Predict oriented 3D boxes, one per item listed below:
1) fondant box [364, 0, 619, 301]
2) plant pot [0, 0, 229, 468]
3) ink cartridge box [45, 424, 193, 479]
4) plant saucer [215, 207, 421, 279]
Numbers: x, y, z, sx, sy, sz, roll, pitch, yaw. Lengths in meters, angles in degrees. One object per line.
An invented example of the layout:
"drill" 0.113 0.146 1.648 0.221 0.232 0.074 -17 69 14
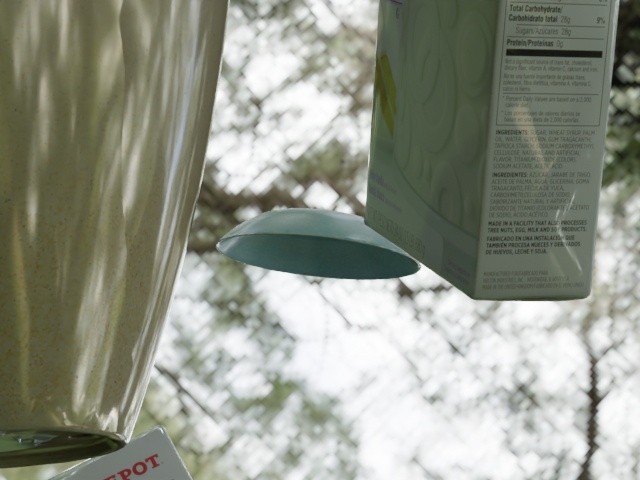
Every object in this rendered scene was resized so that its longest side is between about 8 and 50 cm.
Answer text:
"fondant box" 0.119 -0.145 1.197 0.238 0.096 0.330 -142 -125 -68
"plant pot" -0.160 -0.037 0.778 0.256 0.256 0.274 134 -46 -69
"ink cartridge box" -0.188 0.351 1.560 0.270 0.198 0.197 60 -27 11
"plant saucer" 0.000 0.000 1.561 0.195 0.037 0.195 6 -11 1
